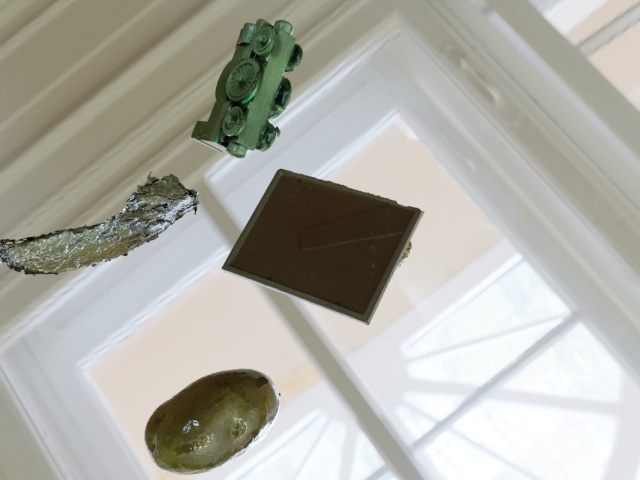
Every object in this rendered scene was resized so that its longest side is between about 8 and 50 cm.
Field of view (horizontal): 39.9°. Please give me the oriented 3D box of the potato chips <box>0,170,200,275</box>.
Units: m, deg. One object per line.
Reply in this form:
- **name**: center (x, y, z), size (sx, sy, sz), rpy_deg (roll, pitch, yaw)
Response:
- **potato chips**: center (-0.231, -0.012, 0.947), size (0.219, 0.029, 0.202), rpy_deg (-22, 166, 8)

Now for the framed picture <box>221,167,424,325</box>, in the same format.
- **framed picture**: center (0.000, 0.000, 1.442), size (0.211, 0.289, 0.020), rpy_deg (-62, 148, -17)

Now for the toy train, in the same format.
- **toy train**: center (-0.087, -0.187, 1.085), size (0.071, 0.104, 0.178), rpy_deg (24, 84, -42)

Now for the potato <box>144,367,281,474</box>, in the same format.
- **potato**: center (-0.171, 0.295, 1.473), size (0.251, 0.159, 0.174), rpy_deg (-17, -163, -30)

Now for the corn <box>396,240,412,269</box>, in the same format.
- **corn**: center (0.086, 0.051, 1.672), size (0.097, 0.097, 0.261), rpy_deg (-24, 169, -34)
